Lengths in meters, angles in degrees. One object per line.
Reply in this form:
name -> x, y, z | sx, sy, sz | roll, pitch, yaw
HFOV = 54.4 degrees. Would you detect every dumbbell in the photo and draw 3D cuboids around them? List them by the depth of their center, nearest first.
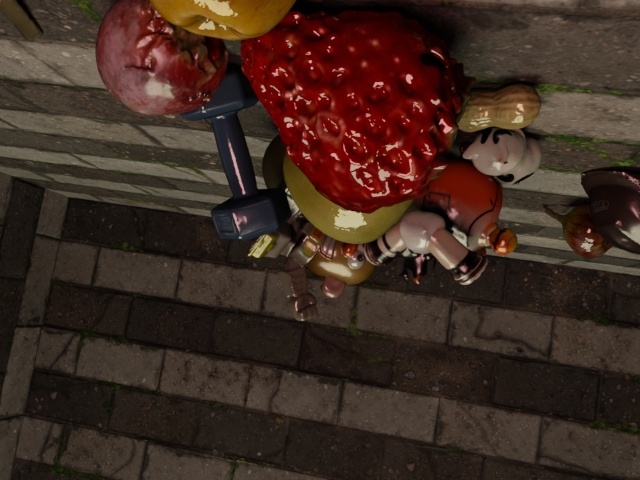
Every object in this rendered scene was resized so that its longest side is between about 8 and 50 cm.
dumbbell -> -0.164, -0.162, 1.198 | 0.143, 0.316, 0.156 | -9, -166, 22

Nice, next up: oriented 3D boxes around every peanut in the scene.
peanut -> 0.295, -0.227, 1.079 | 0.187, 0.082, 0.082 | 3, 171, 45

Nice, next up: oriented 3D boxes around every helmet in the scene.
helmet -> 0.763, -0.056, 1.482 | 0.305, 0.177, 0.225 | 8, 175, -4

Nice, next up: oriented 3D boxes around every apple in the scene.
apple -> -0.105, -0.297, 0.673 | 0.182, 0.155, 0.182 | 7, 171, 1
apple -> 0.062, -0.141, 1.218 | 0.254, 0.292, 0.292 | 35, 169, -8

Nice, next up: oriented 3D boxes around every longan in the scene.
longan -> -0.037, -0.172, 1.521 | 0.220, 0.197, 0.196 | 1, 179, -35

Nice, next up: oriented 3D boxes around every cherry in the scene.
cherry -> -0.255, -0.282, 0.971 | 0.192, 0.175, 0.249 | 0, -177, -39

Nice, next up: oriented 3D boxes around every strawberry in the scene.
strawberry -> 0.032, -0.202, 0.914 | 0.345, 0.295, 0.317 | 26, -150, 3

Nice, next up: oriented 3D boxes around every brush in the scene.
brush -> -0.516, -0.385, 1.063 | 0.034, 0.028, 0.190 | -27, -176, -9

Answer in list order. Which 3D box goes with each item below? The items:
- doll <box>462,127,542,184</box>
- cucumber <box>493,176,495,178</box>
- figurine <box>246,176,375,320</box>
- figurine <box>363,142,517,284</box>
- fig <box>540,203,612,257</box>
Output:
doll -> 0.377, -0.176, 1.272 | 0.110, 0.107, 0.180 | 5, 175, 40
cucumber -> 0.349, -0.168, 1.632 | 0.214, 0.052, 0.058 | 10, -158, 9
figurine -> 0.000, -0.001, 1.402 | 0.285, 0.343, 0.167 | 32, -173, -18
figurine -> 0.265, -0.058, 1.331 | 0.320, 0.323, 0.196 | 11, 131, 27
fig -> 0.757, -0.059, 1.804 | 0.160, 0.231, 0.143 | 13, 129, -34
